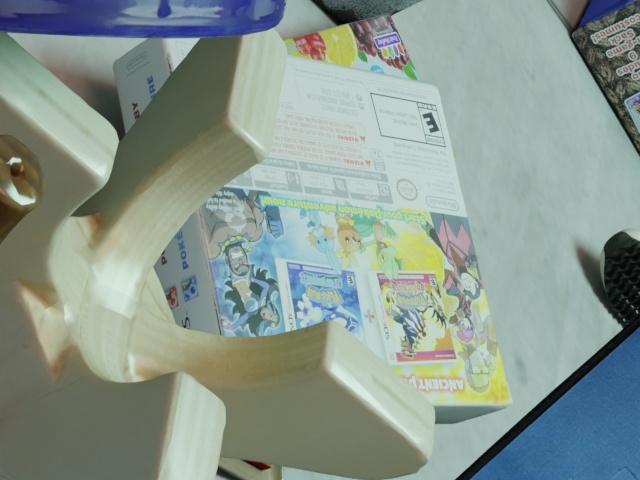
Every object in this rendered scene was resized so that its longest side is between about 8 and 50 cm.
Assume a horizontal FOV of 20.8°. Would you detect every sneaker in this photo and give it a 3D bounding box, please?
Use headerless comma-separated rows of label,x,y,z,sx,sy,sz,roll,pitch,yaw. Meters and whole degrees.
sneaker,0.251,0.034,1.292,0.161,0.057,0.075,41,22,-33

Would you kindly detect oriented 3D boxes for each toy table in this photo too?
toy table,-0.090,0.035,0.660,0.274,0.161,0.252,33,44,-41

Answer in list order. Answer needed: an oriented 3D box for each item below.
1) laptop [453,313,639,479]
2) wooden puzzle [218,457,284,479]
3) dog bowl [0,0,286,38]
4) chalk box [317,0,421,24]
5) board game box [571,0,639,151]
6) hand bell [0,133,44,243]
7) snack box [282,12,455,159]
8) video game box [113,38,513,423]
laptop,0.137,0.318,0.740,0.382,0.236,0.408,47,36,-28
wooden puzzle,-0.042,0.080,0.842,0.078,0.014,0.116,25,50,-47
dog bowl,-0.136,-0.140,0.598,0.265,0.265,0.104,-15,114,-59
chalk box,0.009,-0.250,1.027,0.213,0.132,0.132,40,40,-38
board game box,0.364,-0.127,1.474,0.291,0.141,0.232,57,32,-15
hand bell,-0.165,0.023,0.472,0.126,0.242,0.126,35,42,-40
snack box,0.017,-0.073,1.011,0.141,0.037,0.100,-26,93,-58
video game box,0.000,0.000,0.878,0.205,0.048,0.187,6,64,-45
